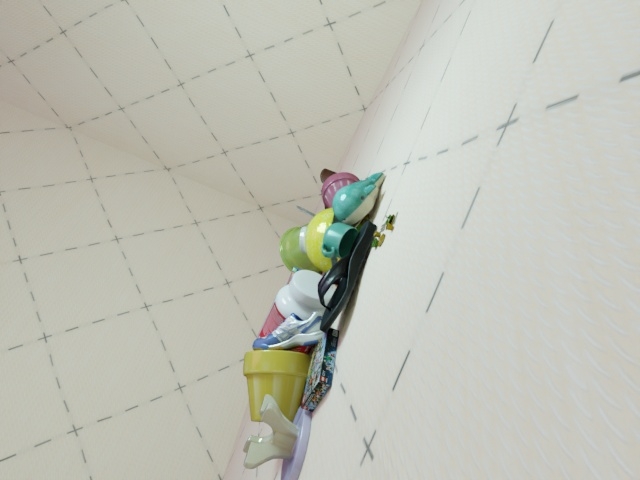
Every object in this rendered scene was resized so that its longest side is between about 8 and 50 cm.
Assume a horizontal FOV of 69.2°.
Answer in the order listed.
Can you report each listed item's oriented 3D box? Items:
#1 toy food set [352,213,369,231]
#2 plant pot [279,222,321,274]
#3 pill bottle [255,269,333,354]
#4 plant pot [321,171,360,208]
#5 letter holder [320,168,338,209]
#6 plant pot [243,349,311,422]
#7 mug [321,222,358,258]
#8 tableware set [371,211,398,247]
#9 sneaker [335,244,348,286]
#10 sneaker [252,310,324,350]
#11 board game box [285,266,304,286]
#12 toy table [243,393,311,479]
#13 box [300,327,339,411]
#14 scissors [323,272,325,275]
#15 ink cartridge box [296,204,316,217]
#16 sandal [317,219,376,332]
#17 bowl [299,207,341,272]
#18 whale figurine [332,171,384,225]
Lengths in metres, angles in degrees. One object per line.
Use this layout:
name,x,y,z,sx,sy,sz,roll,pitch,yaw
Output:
toy food set,0.160,-0.075,1.935,0.132,0.038,0.192,-50,8,-7
plant pot,-0.022,0.014,2.259,0.254,0.276,0.276,-35,30,50
pill bottle,-0.105,0.328,1.904,0.229,0.229,0.407,-79,13,-60
plant pot,0.112,-0.182,2.117,0.180,0.201,0.201,-102,32,-51
letter holder,0.073,-0.255,2.478,0.302,0.214,0.152,-84,18,-67
plant pot,-0.163,0.540,1.703,0.254,0.254,0.239,126,150,-63
mug,0.062,-0.003,1.753,0.158,0.097,0.129,3,-74,-54
tableware set,0.204,-0.032,1.521,0.154,0.024,0.104,132,160,-69
sneaker,0.087,0.098,1.840,0.064,0.067,0.175,169,121,-80
sneaker,-0.115,0.341,1.729,0.112,0.296,0.131,43,-145,-72
board game box,-0.054,0.209,2.037,0.035,0.201,0.136,24,91,58
toy table,-0.135,0.624,1.470,0.274,0.161,0.252,-82,16,-69
box,0.000,0.424,1.540,0.233,0.044,0.159,-76,11,-54
scissors,-0.001,0.217,2.339,0.109,0.021,0.297,124,166,-60
ink cartridge box,-0.023,-0.104,2.542,0.296,0.261,0.066,-113,47,-81
sandal,0.068,0.114,1.636,0.445,0.107,0.167,-65,5,-26
bowl,0.000,0.000,1.972,0.289,0.156,0.289,1,-90,-76
whale figurine,0.149,-0.186,1.857,0.272,0.141,0.216,-53,9,-28
